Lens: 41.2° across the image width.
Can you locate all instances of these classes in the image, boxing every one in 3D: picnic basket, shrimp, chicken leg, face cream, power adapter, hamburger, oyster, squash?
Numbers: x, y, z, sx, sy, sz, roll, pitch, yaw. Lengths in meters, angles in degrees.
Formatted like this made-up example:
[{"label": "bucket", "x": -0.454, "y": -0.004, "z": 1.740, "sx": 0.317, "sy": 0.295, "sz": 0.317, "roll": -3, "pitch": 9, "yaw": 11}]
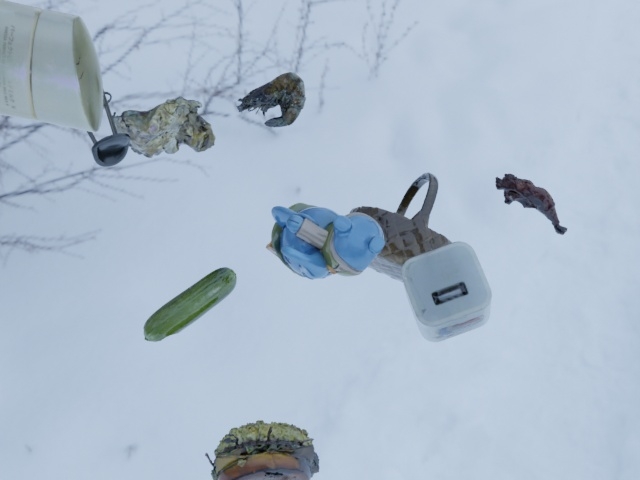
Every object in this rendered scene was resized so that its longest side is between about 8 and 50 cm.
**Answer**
[{"label": "picnic basket", "x": 0.254, "y": -0.049, "z": 2.472, "sx": 0.337, "sy": 0.337, "sz": 0.293, "roll": -18, "pitch": -3, "yaw": -15}, {"label": "shrimp", "x": -0.090, "y": -0.240, "z": 1.513, "sx": 0.161, "sy": 0.091, "sz": 0.034, "roll": -14, "pitch": -6, "yaw": 38}, {"label": "chicken leg", "x": 0.530, "y": -0.099, "z": 2.125, "sx": 0.219, "sy": 0.089, "sz": 0.048, "roll": 31, "pitch": 44, "yaw": 11}, {"label": "face cream", "x": -0.488, "y": -0.270, "z": 1.242, "sx": 0.349, "sy": 0.173, "sz": 0.081, "roll": 11, "pitch": 28, "yaw": 2}, {"label": "power adapter", "x": 0.218, "y": 0.100, "z": 1.463, "sx": 0.130, "sy": 0.205, "sz": 0.125, "roll": -21, "pitch": 69, "yaw": 4}, {"label": "hamburger", "x": -0.122, "y": 0.462, "z": 1.807, "sx": 0.243, "sy": 0.261, "sz": 0.138, "roll": -3, "pitch": 54, "yaw": -10}, {"label": "oyster", "x": -0.398, "y": -0.275, "z": 2.139, "sx": 0.238, "sy": 0.114, "sz": 0.351, "roll": -17, "pitch": -3, "yaw": -2}, {"label": "squash", "x": -0.279, "y": 0.139, "z": 1.821, "sx": 0.239, "sy": 0.069, "sz": 0.069, "roll": -35, "pitch": 38, "yaw": -1}]

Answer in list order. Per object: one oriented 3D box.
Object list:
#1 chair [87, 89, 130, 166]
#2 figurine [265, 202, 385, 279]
[{"label": "chair", "x": -0.504, "y": -0.287, "z": 1.959, "sx": 0.104, "sy": 0.221, "sz": 0.095, "roll": -14, "pitch": -10, "yaw": -41}, {"label": "figurine", "x": 0.003, "y": -0.002, "z": 1.559, "sx": 0.180, "sy": 0.153, "sz": 0.262, "roll": 8, "pitch": -11, "yaw": -22}]
